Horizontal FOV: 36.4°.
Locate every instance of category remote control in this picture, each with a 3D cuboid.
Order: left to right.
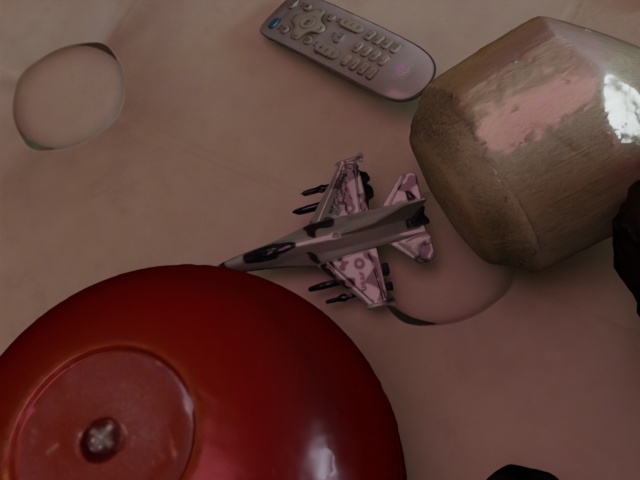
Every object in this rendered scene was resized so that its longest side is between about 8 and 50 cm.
[{"bbox_3d":[0.031,-0.207,1.064,0.229,0.044,0.073,32,75,33],"label":"remote control"}]

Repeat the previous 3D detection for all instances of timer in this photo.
[{"bbox_3d":[-0.118,0.203,0.796,0.378,0.279,0.378,-7,63,14],"label":"timer"}]

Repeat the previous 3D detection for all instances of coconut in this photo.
[{"bbox_3d":[0.210,-0.090,0.873,0.234,0.224,0.224,-30,63,-6],"label":"coconut"}]

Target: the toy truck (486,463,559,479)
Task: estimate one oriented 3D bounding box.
[{"bbox_3d":[0.208,0.272,0.717,0.147,0.224,0.165,21,82,-23],"label":"toy truck"}]

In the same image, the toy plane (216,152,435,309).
[{"bbox_3d":[0.012,0.001,0.966,0.234,0.082,0.160,-18,73,23],"label":"toy plane"}]

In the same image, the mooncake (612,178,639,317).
[{"bbox_3d":[0.354,0.062,0.709,0.187,0.324,0.324,-28,63,9],"label":"mooncake"}]
